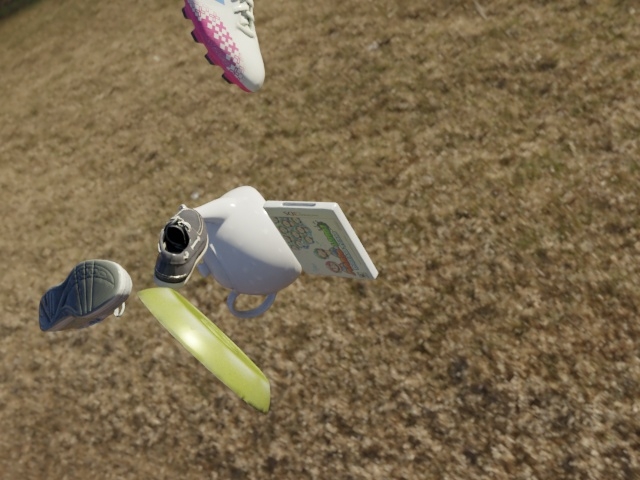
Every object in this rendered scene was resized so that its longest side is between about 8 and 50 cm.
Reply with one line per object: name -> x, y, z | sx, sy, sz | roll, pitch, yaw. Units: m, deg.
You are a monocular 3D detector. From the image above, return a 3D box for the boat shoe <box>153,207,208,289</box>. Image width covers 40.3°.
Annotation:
boat shoe -> -0.218, -0.004, 1.386 | 0.206, 0.075, 0.065 | -84, 5, -58

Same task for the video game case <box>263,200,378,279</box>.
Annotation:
video game case -> 0.000, 0.000, 1.364 | 0.143, 0.157, 0.019 | 3, 48, 39

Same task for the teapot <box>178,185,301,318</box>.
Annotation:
teapot -> -0.170, 0.025, 1.836 | 0.187, 0.256, 0.252 | -32, -5, -9

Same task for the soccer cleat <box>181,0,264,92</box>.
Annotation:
soccer cleat -> -0.159, -0.408, 1.426 | 0.143, 0.331, 0.116 | -29, 2, 18

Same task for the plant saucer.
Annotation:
plant saucer -> -0.149, 0.141, 1.186 | 0.037, 0.241, 0.241 | -47, 36, -6

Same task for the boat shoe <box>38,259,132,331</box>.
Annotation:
boat shoe -> -0.478, 0.123, 1.815 | 0.320, 0.103, 0.118 | -28, 62, 42
